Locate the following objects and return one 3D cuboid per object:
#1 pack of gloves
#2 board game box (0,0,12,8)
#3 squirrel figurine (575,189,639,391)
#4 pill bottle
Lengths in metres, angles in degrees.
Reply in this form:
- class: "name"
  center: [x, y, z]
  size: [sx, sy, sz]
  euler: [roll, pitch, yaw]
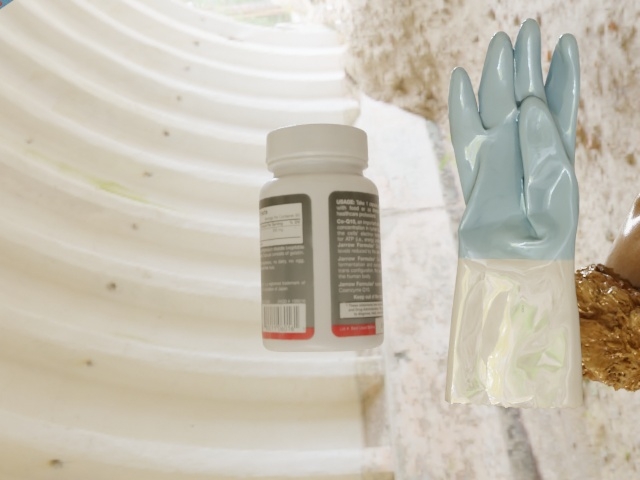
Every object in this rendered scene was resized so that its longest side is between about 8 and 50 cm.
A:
- class: "pack of gloves"
  center: [0.173, -0.016, 0.441]
  size: [0.046, 0.195, 0.232]
  euler: [-47, -43, -76]
- class: "board game box"
  center: [-0.613, -0.569, 1.320]
  size: [0.086, 0.302, 0.308]
  euler: [9, -120, -65]
- class: "squirrel figurine"
  center: [0.467, 0.093, 0.914]
  size: [0.281, 0.397, 0.370]
  euler: [57, -161, -11]
- class: "pill bottle"
  center: [0.000, 0.000, 0.977]
  size: [0.161, 0.161, 0.283]
  euler: [49, -141, -84]
